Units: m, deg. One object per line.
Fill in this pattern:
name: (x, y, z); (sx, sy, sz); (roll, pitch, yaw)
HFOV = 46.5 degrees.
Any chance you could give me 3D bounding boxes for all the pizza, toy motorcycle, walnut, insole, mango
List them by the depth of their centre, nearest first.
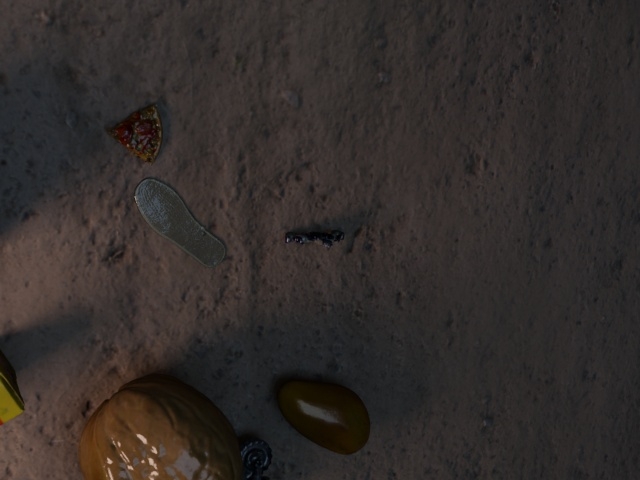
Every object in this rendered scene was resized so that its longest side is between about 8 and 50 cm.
pizza: (-0.311, -0.177, 1.313); (0.100, 0.029, 0.099); (-31, 119, -17)
walnut: (-0.286, 0.404, 1.367); (0.277, 0.252, 0.313); (-40, 94, -4)
insole: (-0.263, -0.027, 1.402); (0.080, 0.003, 0.232); (-47, 122, -8)
toy motorcycle: (-0.205, 0.533, 1.551); (0.270, 0.106, 0.159); (-32, 116, -23)
mango: (0.011, 0.373, 1.623); (0.253, 0.113, 0.138); (36, 90, -26)

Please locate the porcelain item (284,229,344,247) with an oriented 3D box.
porcelain item: (0.000, 0.000, 1.516); (0.136, 0.075, 0.021); (-4, 108, -29)

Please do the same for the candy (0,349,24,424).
candy: (-0.634, 0.290, 1.213); (0.276, 0.146, 0.088); (-30, 117, -17)
